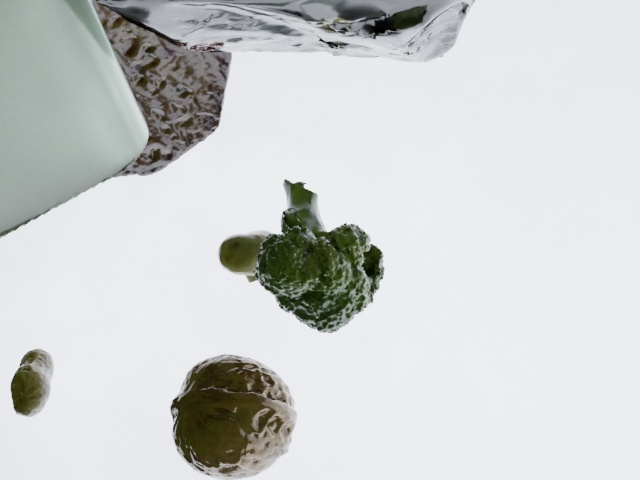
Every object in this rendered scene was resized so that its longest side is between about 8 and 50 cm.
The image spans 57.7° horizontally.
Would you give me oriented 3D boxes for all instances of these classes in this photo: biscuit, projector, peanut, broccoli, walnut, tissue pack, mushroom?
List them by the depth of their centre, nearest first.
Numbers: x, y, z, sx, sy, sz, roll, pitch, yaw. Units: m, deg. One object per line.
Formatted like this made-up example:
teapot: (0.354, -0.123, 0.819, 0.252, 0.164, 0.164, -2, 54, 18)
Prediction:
tissue pack: (-0.015, -0.240, 0.556, 0.332, 0.245, 0.123, 0, -79, 4)
projector: (-0.346, -0.182, 0.561, 0.248, 0.249, 0.248, -33, -123, -17)
biscuit: (-0.302, -0.224, 0.853, 0.359, 0.359, 0.046, -38, -127, 16)
walnut: (-0.144, 0.283, 0.941, 0.213, 0.213, 0.213, -8, -107, 28)
broccoli: (0.025, 0.018, 1.057, 0.186, 0.254, 0.302, -36, -157, 42)
mushroom: (-0.157, 0.039, 1.323, 0.154, 0.154, 0.123, 6, -69, 31)
peanut: (-0.690, 0.335, 1.401, 0.099, 0.099, 0.214, -50, -157, 10)
